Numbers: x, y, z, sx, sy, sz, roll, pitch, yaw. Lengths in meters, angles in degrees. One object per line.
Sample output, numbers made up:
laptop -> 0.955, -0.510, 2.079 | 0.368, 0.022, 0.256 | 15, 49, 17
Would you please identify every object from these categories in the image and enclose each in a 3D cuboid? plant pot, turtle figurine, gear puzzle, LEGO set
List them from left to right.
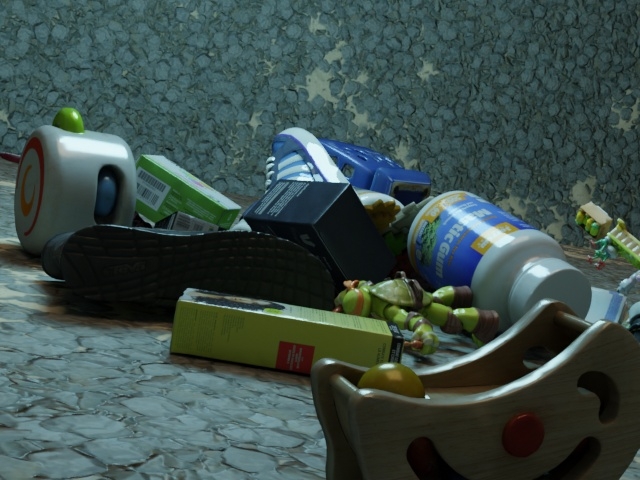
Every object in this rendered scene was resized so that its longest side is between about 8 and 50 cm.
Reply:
plant pot -> 0.094, -0.074, 2.097 | 0.212, 0.236, 0.236 | 22, 12, 33
turtle figurine -> 0.106, 0.083, 1.259 | 0.217, 0.087, 0.269 | 7, 7, -28
gear puzzle -> 0.147, 0.006, 1.537 | 0.175, 0.044, 0.339 | -31, -30, 16
LEGO set -> 0.459, 0.076, 1.427 | 0.287, 0.107, 0.132 | 50, -2, 5

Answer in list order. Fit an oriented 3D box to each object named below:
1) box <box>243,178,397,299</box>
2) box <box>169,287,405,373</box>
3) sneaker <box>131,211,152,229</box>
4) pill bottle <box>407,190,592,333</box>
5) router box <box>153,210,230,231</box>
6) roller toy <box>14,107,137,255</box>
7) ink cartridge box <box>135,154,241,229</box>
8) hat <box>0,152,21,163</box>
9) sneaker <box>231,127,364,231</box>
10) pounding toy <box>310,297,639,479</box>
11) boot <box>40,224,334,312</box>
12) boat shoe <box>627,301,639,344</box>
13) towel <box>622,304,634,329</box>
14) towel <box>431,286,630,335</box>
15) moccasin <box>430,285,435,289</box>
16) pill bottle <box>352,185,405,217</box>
box -> 0.000, 0.000, 1.401 | 0.158, 0.093, 0.156 | 8, -41, 48
box -> -0.034, 0.100, 1.010 | 0.232, 0.058, 0.087 | 10, 6, -4
sneaker -> -0.341, -0.035, 1.789 | 0.047, 0.057, 0.119 | 9, 4, 14
pill bottle -> 0.252, 0.039, 1.381 | 0.152, 0.152, 0.272 | 7, 17, -29
router box -> -0.142, 0.016, 1.371 | 0.179, 0.046, 0.133 | 21, -14, -19
roller toy -> -0.355, -0.066, 1.430 | 0.146, 0.209, 0.191 | 6, 46, -32
ink cartridge box -> -0.248, -0.074, 1.852 | 0.189, 0.097, 0.255 | 33, 8, 5
hat -> -0.452, -0.154, 1.864 | 0.173, 0.183, 0.208 | -35, -5, 42
sneaker -> -0.083, -0.058, 1.633 | 0.236, 0.130, 0.323 | -24, 43, -13
pounding toy -> 0.141, 0.123, 0.609 | 0.269, 0.154, 0.155 | 7, 6, -22
boot -> -0.166, 0.033, 1.211 | 0.338, 0.118, 0.222 | 15, -4, -18
boat shoe -> 0.561, 0.160, 1.307 | 0.302, 0.091, 0.114 | 9, -26, 10
towel -> 0.506, 0.134, 1.680 | 0.370, 0.040, 0.271 | 7, 7, -29
towel -> 0.309, 0.104, 1.471 | 0.285, 0.034, 0.209 | 11, 23, 21
moccasin -> 0.294, 0.035, 1.890 | 0.147, 0.139, 0.380 | 25, 23, 36
pill bottle -> 0.052, -0.022, 1.821 | 0.162, 0.162, 0.278 | 8, 5, -20
